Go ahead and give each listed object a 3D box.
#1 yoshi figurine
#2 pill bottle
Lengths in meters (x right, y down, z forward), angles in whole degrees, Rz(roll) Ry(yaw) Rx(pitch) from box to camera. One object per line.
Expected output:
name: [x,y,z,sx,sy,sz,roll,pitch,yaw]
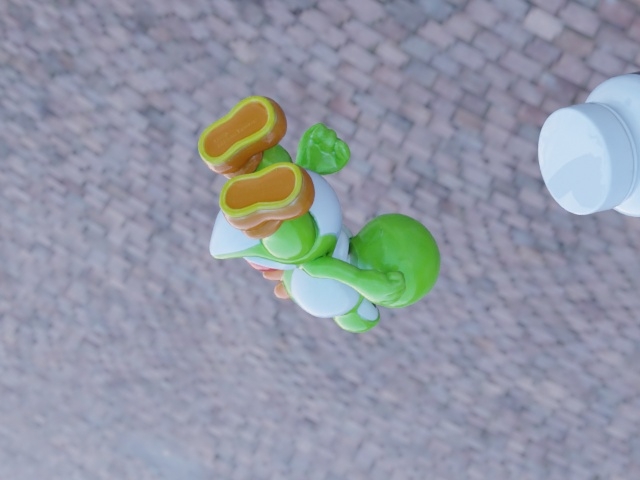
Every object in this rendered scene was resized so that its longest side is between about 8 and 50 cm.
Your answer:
yoshi figurine: [0.022,-0.018,1.947,0.203,0.203,0.362,18,161,33]
pill bottle: [0.262,-0.078,1.286,0.108,0.194,0.108,32,129,50]
